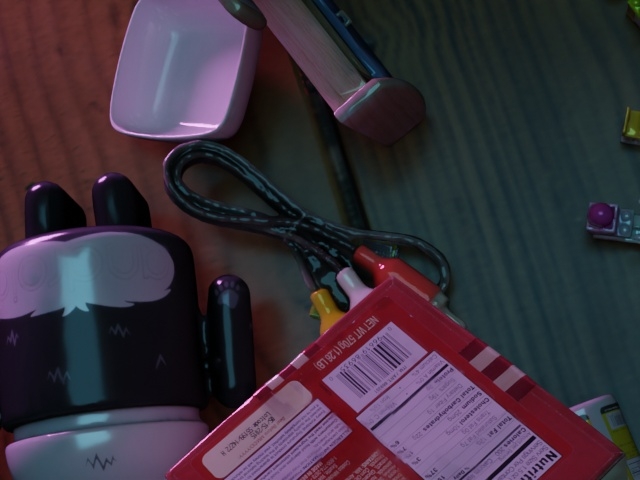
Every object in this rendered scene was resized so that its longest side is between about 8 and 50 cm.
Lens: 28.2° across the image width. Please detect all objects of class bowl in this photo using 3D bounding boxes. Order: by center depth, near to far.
[{"bbox_3d":[-0.113,-0.151,1.136,0.142,0.053,0.142,6,79,33],"label":"bowl"}]

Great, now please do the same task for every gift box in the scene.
[{"bbox_3d":[0.066,0.202,0.919,0.255,0.258,0.276,-36,50,-13],"label":"gift box"}]

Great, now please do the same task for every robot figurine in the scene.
[{"bbox_3d":[-0.182,0.090,1.057,0.209,0.173,0.278,-19,73,40],"label":"robot figurine"}]

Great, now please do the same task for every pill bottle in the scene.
[{"bbox_3d":[0.225,0.187,1.011,0.065,0.065,0.116,-22,75,6],"label":"pill bottle"}]

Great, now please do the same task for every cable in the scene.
[{"bbox_3d":[0.000,0.000,1.063,0.139,0.072,0.287,-44,87,-8],"label":"cable"}]

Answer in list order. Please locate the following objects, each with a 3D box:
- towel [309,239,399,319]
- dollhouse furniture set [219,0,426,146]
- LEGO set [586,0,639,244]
[{"bbox_3d":[0.029,0.035,1.108,0.060,0.009,0.083,18,82,13],"label":"towel"},{"bbox_3d":[0.077,-0.263,1.017,0.303,0.286,0.198,-41,74,12],"label":"dollhouse furniture set"},{"bbox_3d":[0.284,-0.140,1.044,0.132,0.107,0.287,0,79,11],"label":"LEGO set"}]
